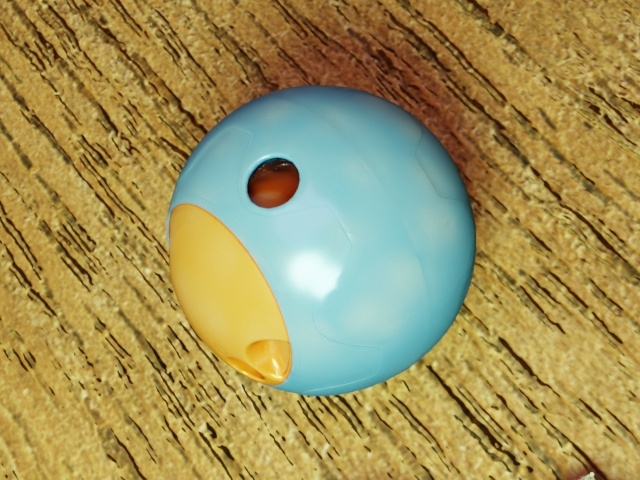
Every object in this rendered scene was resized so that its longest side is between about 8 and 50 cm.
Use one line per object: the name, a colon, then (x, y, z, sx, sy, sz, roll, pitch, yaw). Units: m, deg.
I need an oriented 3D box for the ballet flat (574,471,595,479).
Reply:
ballet flat: (0.299, 0.279, 0.988, 0.241, 0.091, 0.077, 33, 68, 23)

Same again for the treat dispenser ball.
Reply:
treat dispenser ball: (0.000, 0.000, 1.076, 0.288, 0.288, 0.288, -6, 67, 15)
